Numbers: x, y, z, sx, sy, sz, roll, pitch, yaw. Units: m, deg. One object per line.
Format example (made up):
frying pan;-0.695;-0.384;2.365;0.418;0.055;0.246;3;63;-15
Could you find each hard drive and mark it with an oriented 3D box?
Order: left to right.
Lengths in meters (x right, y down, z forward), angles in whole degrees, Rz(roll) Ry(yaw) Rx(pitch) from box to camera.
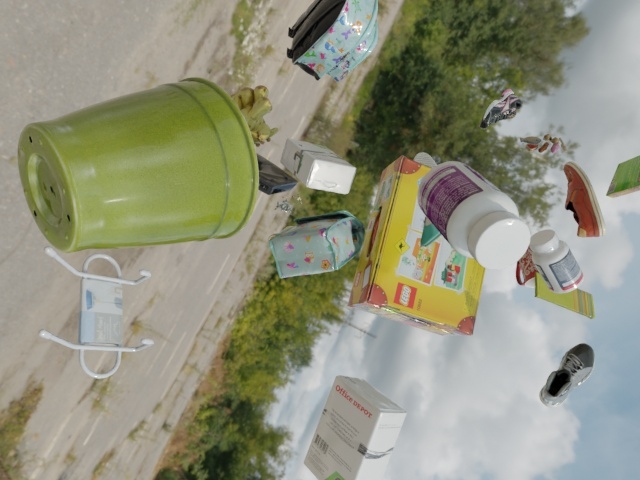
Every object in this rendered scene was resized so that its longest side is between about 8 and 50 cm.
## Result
hard drive;-0.221;-0.245;1.703;0.172;0.254;0.054;-22;142;-56

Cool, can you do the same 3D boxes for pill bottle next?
pill bottle;0.355;-0.061;1.134;0.169;0.169;0.301;-63;-158;22
pill bottle;0.705;0.060;1.451;0.108;0.180;0.108;-32;-162;12

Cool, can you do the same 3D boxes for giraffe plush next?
giraffe plush;-0.239;-0.433;1.761;0.170;0.181;0.210;55;35;-58

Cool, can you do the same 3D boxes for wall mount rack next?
wall mount rack;-0.582;0.164;1.234;0.130;0.304;0.350;-26;-118;31

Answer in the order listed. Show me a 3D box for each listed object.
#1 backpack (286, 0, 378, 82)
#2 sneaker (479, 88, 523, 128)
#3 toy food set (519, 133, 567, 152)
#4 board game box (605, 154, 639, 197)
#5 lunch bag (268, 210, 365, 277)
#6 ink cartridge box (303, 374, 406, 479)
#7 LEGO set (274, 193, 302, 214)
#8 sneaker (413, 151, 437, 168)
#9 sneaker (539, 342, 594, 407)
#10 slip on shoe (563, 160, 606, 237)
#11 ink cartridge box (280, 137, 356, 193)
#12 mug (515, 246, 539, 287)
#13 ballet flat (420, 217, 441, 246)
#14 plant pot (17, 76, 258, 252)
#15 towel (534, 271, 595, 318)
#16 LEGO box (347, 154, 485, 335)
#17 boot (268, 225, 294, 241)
backpack;0.049;-0.573;1.289;0.253;0.191;0.225;-39;-142;45
sneaker;0.579;-0.410;1.524;0.178;0.077;0.072;-44;160;-16
toy food set;0.647;-0.279;1.389;0.019;0.122;0.078;88;-2;-54
board game box;1.032;-0.218;1.575;0.259;0.039;0.124;28;85;-81
lunch bag;0.000;0.000;1.528;0.262;0.223;0.160;-38;115;-57
ink cartridge box;0.091;0.538;1.310;0.198;0.115;0.273;24;-85;52
LEGO set;-0.088;-0.101;1.329;0.083;0.054;0.023;-42;-153;-9
sneaker;0.489;-0.240;2.074;0.102;0.282;0.161;-27;172;-4
sneaker;0.725;0.380;1.392;0.229;0.086;0.132;-49;146;-12
slip on shoe;0.954;-0.155;1.782;0.123;0.101;0.331;44;37;-52
ink cartridge box;-0.010;-0.239;1.539;0.219;0.160;0.092;46;-57;51
mug;0.834;0.095;1.928;0.150;0.113;0.169;-28;-126;33
ballet flat;0.356;-0.089;1.347;0.247;0.087;0.083;-42;-171;16
plant pot;-0.381;-0.136;0.978;0.353;0.366;0.366;-22;149;-45
towel;0.856;0.194;1.692;0.021;0.237;0.102;122;-14;-54
LEGO box;0.345;0.028;1.604;0.193;0.372;0.500;145;-37;-72
boot;-0.069;0.027;1.974;0.095;0.262;0.203;-65;169;16
